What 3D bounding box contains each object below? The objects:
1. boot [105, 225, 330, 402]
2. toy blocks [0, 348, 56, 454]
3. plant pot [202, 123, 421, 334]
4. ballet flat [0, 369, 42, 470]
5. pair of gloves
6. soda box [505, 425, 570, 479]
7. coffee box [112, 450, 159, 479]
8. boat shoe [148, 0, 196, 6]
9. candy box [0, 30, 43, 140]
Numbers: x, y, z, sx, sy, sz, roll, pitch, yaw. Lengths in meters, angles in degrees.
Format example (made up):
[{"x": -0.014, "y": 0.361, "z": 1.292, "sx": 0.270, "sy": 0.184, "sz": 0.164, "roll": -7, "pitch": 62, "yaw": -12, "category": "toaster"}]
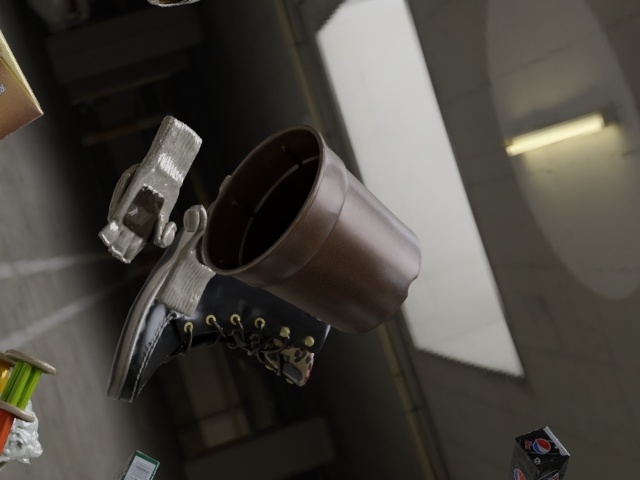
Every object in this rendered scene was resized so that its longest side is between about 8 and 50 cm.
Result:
[{"x": -0.142, "y": 0.141, "z": 1.902, "sx": 0.377, "sy": 0.284, "sz": 0.138, "roll": -65, "pitch": 180, "yaw": -50, "category": "boot"}, {"x": -0.325, "y": 0.181, "z": 1.205, "sx": 0.054, "sy": 0.148, "sz": 0.123, "roll": 32, "pitch": -19, "yaw": -32, "category": "toy blocks"}, {"x": 0.000, "y": 0.000, "z": 1.212, "sx": 0.165, "sy": 0.167, "sz": 0.167, "roll": 36, "pitch": 12, "yaw": -31, "category": "plant pot"}, {"x": -0.479, "y": 0.273, "z": 1.309, "sx": 0.147, "sy": 0.408, "sz": 0.147, "roll": 50, "pitch": -24, "yaw": 31, "category": "ballet flat"}, {"x": -0.183, "y": -0.025, "z": 1.668, "sx": 0.042, "sy": 0.204, "sz": 0.240, "roll": 21, "pitch": -19, "yaw": 40, "category": "pair of gloves"}, {"x": 0.286, "y": 0.331, "z": 1.665, "sx": 0.060, "sy": 0.053, "sz": 0.169, "roll": 54, "pitch": -28, "yaw": 42, "category": "soda box"}, {"x": -0.276, "y": 0.373, "z": 1.612, "sx": 0.113, "sy": 0.040, "sz": 0.184, "roll": -49, "pitch": -165, "yaw": 56, "category": "coffee box"}, {"x": -0.192, "y": -0.345, "z": 1.735, "sx": 0.035, "sy": 0.100, "sz": 0.035, "roll": 38, "pitch": -48, "yaw": 44, "category": "boat shoe"}, {"x": -0.503, "y": -0.251, "z": 1.546, "sx": 0.087, "sy": 0.183, "sz": 0.317, "roll": 23, "pitch": -37, "yaw": 51, "category": "candy box"}]
